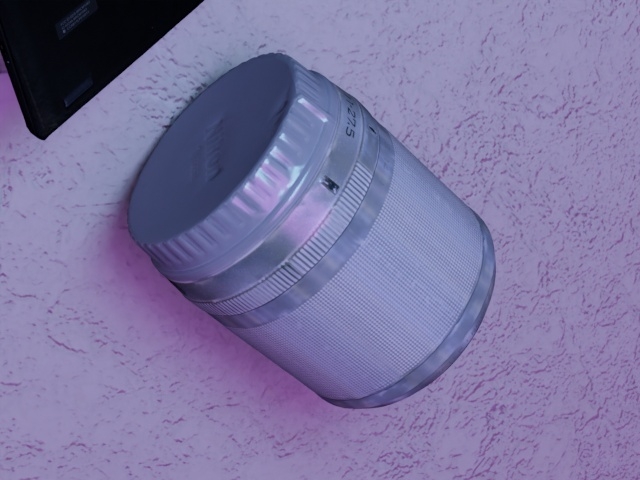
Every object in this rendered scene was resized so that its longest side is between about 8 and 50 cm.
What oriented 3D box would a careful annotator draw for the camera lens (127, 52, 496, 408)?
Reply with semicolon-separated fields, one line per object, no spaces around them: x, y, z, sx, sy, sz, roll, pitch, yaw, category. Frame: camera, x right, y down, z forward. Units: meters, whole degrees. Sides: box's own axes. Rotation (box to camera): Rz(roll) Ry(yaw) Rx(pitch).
0.000;0.000;1.001;0.274;0.219;0.219;40;84;-30;camera lens

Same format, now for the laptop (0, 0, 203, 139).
-0.203;-0.368;0.834;0.382;0.236;0.407;-49;150;-32;laptop
